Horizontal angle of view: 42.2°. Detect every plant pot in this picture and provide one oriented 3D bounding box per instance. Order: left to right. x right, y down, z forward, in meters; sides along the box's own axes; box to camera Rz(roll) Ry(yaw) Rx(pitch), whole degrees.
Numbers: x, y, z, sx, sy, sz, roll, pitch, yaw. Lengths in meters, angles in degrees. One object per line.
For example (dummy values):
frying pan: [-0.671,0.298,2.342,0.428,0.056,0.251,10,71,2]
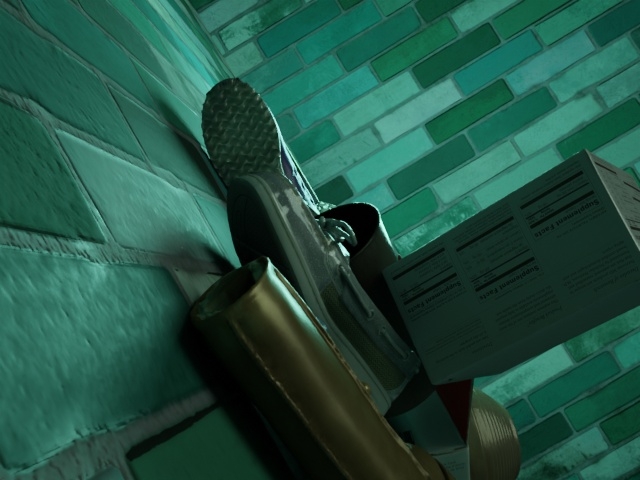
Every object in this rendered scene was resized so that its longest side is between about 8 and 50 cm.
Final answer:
plant pot: [0.229,0.314,1.256,0.237,0.109,0.238,174,-90,-79]

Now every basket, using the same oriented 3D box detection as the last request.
basket: [0.050,0.096,1.030,0.227,0.154,0.204,62,14,-19]

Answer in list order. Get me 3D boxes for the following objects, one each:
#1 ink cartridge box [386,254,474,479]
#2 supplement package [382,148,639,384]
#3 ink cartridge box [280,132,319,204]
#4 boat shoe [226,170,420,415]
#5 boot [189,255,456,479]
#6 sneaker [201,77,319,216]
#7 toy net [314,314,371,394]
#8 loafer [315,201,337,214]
ink cartridge box: [0.134,0.205,1.187,0.296,0.066,0.261,-116,-162,-58]
supplement package: [0.245,0.040,0.937,0.204,0.261,0.145,7,56,-56]
ink cartridge box: [-0.093,-0.148,1.544,0.153,0.086,0.208,58,3,-32]
boat shoe: [0.009,0.052,0.849,0.118,0.103,0.321,18,-37,55]
boot: [0.011,0.129,0.637,0.270,0.089,0.236,54,-5,-9]
sneaker: [-0.080,-0.085,1.177,0.294,0.102,0.146,64,-1,-8]
toy net: [0.000,0.141,0.809,0.122,0.045,0.232,19,-33,47]
loafer: [0.000,0.000,1.649,0.319,0.111,0.112,-115,-151,-68]
